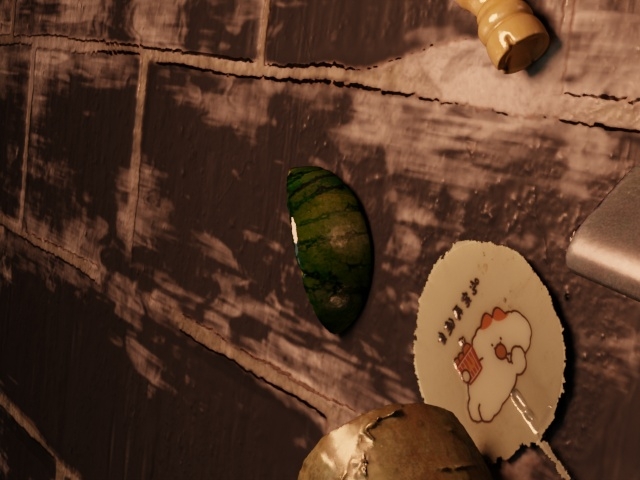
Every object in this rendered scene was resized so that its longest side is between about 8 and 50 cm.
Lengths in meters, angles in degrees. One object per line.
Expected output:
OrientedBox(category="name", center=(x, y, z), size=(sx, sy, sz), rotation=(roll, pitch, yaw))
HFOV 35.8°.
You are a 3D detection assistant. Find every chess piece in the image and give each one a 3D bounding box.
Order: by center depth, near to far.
OrientedBox(category="chess piece", center=(0.137, -0.196, 0.807), size=(0.066, 0.066, 0.122), rotation=(-47, 59, 43))

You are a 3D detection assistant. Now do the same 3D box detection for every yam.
OrientedBox(category="yam", center=(0.098, 0.291, 0.764), size=(0.168, 0.168, 0.304), rotation=(-53, 49, 40))

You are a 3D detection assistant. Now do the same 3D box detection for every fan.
OrientedBox(category="fan", center=(0.166, 0.141, 0.800), size=(0.329, 0.009, 0.191), rotation=(59, 135, 39))

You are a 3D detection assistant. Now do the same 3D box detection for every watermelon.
OrientedBox(category="watermelon", center=(-0.007, -0.001, 0.988), size=(0.092, 0.075, 0.182), rotation=(-31, 66, 54))

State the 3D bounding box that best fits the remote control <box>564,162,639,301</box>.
OrientedBox(category="remote control", center=(0.308, 0.039, 0.547), size=(0.377, 0.107, 0.044), rotation=(28, 156, 51))
